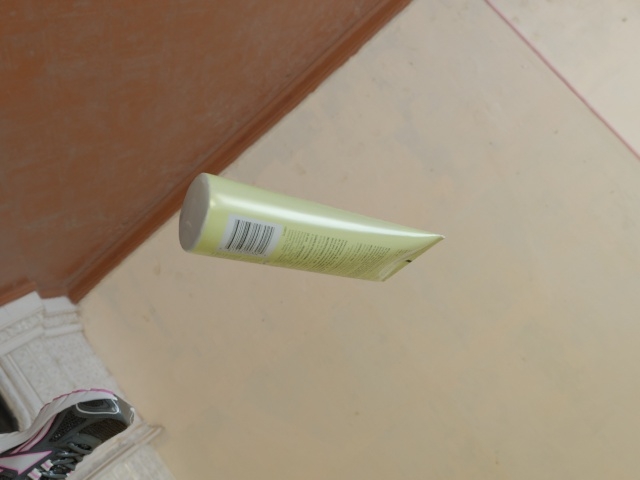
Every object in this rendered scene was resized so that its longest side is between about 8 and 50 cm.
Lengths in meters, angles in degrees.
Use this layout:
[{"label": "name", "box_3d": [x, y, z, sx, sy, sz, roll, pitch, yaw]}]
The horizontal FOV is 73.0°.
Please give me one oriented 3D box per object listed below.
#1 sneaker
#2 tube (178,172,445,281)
[{"label": "sneaker", "box_3d": [-0.255, 0.209, 0.404, 0.178, 0.077, 0.072, -29, 134, 4]}, {"label": "tube", "box_3d": [0.000, 0.000, 0.386, 0.240, 0.062, 0.070, 12, -179, -34]}]
